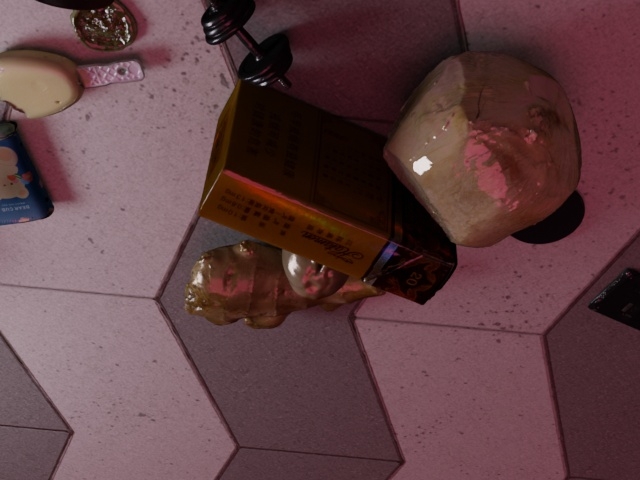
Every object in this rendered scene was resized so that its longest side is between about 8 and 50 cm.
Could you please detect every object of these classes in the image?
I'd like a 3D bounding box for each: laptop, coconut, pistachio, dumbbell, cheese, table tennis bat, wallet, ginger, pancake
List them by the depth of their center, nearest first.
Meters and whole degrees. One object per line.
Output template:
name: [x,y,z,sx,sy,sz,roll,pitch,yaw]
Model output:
coconut: [0.268,-0.150,1.528,0.297,0.297,0.254,29,131,-21]
dumbbell: [-0.113,-0.312,1.529,0.099,0.099,0.208,-27,125,27]
pancake: [-0.348,-0.344,1.572,0.108,0.017,0.108,2,129,3]
cheese: [-0.416,-0.265,1.628,0.256,0.050,0.127,-4,133,8]
pistachio: [0.000,0.000,1.745,0.144,0.215,0.144,9,157,4]
wallet: [-0.582,-0.119,1.774,0.141,0.059,0.202,-9,134,4]
table tennis bat: [0.369,-0.064,1.775,0.236,0.027,0.150,24,131,-19]
ginger: [-0.070,0.110,1.881,0.376,0.166,0.236,16,119,-1]
laptop: [0.639,0.126,1.941,0.180,0.016,0.129,21,132,-17]

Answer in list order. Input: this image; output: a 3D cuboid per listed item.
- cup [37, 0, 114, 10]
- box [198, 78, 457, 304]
cup: [-0.334,-0.468,1.348,0.196,0.196,0.279,16,124,-11]
box: [0.023,-0.082,1.622,0.415,0.264,0.115,22,129,-16]
